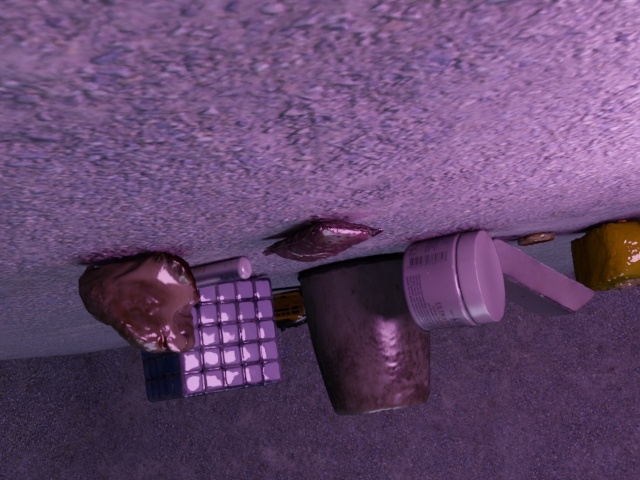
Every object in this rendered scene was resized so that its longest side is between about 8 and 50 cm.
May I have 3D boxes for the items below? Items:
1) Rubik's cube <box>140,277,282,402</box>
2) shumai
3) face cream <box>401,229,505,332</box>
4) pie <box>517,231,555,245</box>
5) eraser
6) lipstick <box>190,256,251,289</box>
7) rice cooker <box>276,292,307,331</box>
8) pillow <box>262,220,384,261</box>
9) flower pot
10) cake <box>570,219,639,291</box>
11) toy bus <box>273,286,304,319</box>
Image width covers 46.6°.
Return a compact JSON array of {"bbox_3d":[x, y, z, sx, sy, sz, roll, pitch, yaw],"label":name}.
[{"bbox_3d":[-0.245,0.216,1.609,0.238,0.237,0.237,-3,171,-34],"label":"Rubik's cube"},{"bbox_3d":[-0.242,0.075,1.078,0.201,0.120,0.201,33,-176,-3],"label":"shumai"},{"bbox_3d":[0.253,0.079,1.419,0.153,0.177,0.177,-13,171,28],"label":"face cream"},{"bbox_3d":[0.484,-0.002,1.671,0.084,0.020,0.084,-9,171,-1],"label":"pie"},{"bbox_3d":[0.447,0.086,1.659,0.352,0.077,0.111,26,161,-19],"label":"eraser"},{"bbox_3d":[-0.187,0.060,1.292,0.141,0.040,0.040,-12,171,23],"label":"lipstick"},{"bbox_3d":[-0.078,0.202,2.180,0.165,0.106,0.112,-29,164,38],"label":"rice cooker"},{"bbox_3d":[0.000,0.000,1.085,0.118,0.043,0.185,4,163,-32],"label":"pillow"},{"bbox_3d":[0.117,0.213,1.685,0.293,0.330,0.293,-9,174,-1],"label":"flower pot"},{"bbox_3d":[0.689,0.035,1.674,0.179,0.156,0.260,-6,170,-7],"label":"cake"},{"bbox_3d":[-0.111,0.177,2.014,0.194,0.088,0.083,-4,170,-28],"label":"toy bus"}]
